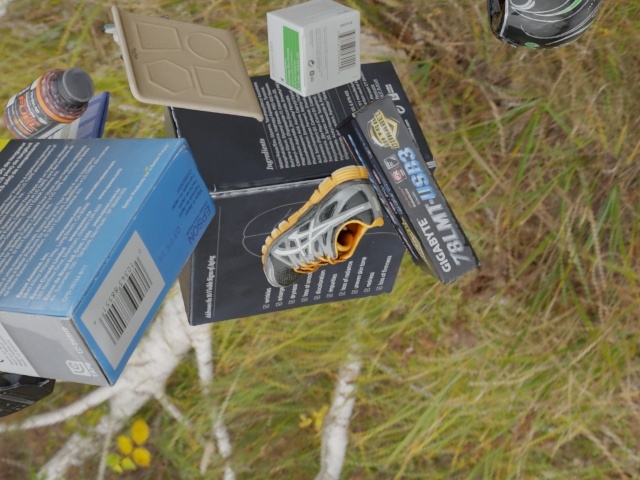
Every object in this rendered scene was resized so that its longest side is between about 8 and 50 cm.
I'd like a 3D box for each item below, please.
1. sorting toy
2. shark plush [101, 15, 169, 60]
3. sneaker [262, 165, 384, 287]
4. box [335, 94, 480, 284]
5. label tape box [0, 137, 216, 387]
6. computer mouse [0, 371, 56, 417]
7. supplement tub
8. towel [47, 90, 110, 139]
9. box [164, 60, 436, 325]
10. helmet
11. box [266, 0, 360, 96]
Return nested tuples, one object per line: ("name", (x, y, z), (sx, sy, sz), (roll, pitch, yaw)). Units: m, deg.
("sorting toy", (-0.194, -0.250, 1.352), (0.038, 0.208, 0.193), (-54, 43, 37))
("shark plush", (-0.330, -0.388, 1.755), (0.067, 0.161, 0.073), (-28, 87, 37))
("sneaker", (0.000, 0.000, 1.188), (0.215, 0.084, 0.083), (-49, 62, 37))
("box", (0.134, -0.083, 1.521), (0.073, 0.293, 0.295), (-30, 96, -3))
("label tape box", (-0.309, 0.007, 0.958), (0.333, 0.241, 0.106), (4, 136, 25))
("computer mouse", (-0.309, 0.142, 1.069), (0.242, 0.071, 0.041), (-26, 61, 17))
("supplement tub", (-0.520, -0.265, 1.809), (0.198, 0.106, 0.106), (-22, 98, 40))
("towel", (-0.559, -0.184, 1.954), (0.285, 0.209, 0.034), (-24, 134, 23))
("box", (-0.069, -0.088, 1.956), (0.480, 0.471, 0.297), (103, 152, -55))
("helmet", (0.339, -0.369, 1.390), (0.161, 0.169, 0.169), (-3, 114, -3))
("box", (-0.008, -0.268, 1.291), (0.087, 0.102, 0.101), (36, 139, 44))
